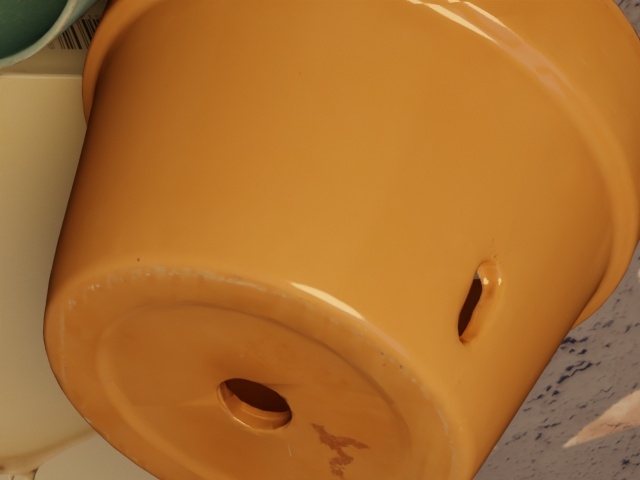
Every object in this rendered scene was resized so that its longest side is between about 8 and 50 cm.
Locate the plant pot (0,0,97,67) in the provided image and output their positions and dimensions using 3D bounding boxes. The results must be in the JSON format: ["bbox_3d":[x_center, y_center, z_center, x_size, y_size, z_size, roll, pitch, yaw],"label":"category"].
[{"bbox_3d":[-0.150,-0.251,0.742,0.195,0.290,0.290,-43,138,-36],"label":"plant pot"}]

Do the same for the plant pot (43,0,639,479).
[{"bbox_3d":[0.000,0.000,0.763,0.291,0.203,0.291,14,141,12],"label":"plant pot"}]

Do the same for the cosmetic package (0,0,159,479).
[{"bbox_3d":[-0.142,0.011,1.000,0.160,0.113,0.309,-3,123,-19],"label":"cosmetic package"}]
